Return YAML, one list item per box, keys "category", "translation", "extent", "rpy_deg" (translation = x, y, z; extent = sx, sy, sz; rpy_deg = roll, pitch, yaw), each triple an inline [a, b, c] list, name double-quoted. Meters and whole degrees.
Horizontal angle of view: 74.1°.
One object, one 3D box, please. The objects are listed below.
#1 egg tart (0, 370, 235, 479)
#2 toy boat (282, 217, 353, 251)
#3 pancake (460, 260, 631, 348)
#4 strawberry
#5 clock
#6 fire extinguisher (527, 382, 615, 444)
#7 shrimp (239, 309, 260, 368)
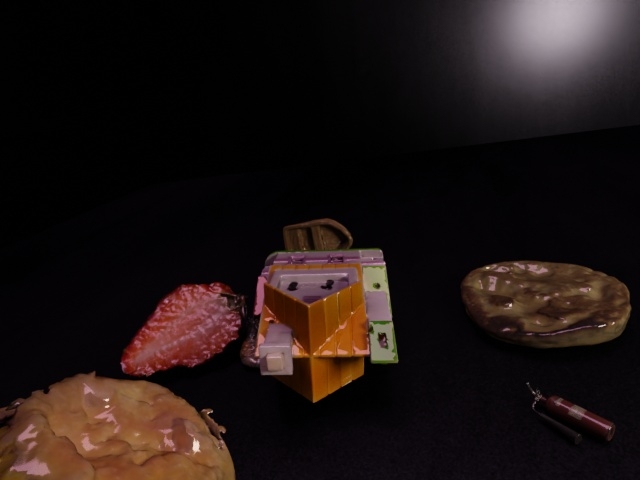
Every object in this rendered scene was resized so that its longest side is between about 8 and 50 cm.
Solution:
- category: "egg tart"
  translation: [-0.197, 0.233, 0.395]
  extent: [0.351, 0.150, 0.352]
  rpy_deg: [23, 2, -1]
- category: "toy boat"
  translation: [0.000, 0.000, 1.136]
  extent: [0.188, 0.116, 0.061]
  rpy_deg: [-5, 15, 19]
- category: "pancake"
  translation: [0.395, 0.106, 0.759]
  extent: [0.294, 0.050, 0.294]
  rpy_deg: [-10, 17, 3]
- category: "strawberry"
  translation: [-0.249, 0.177, 0.825]
  extent: [0.235, 0.107, 0.175]
  rpy_deg: [-12, 57, -2]
- category: "clock"
  translation: [0.000, 0.130, 0.703]
  extent: [0.235, 0.166, 0.309]
  rpy_deg: [-2, 15, 3]
- category: "fire extinguisher"
  translation: [0.305, 0.223, 0.532]
  extent: [0.100, 0.032, 0.046]
  rpy_deg: [17, 68, 51]
- category: "shrimp"
  translation: [-0.109, 0.190, 0.815]
  extent: [0.091, 0.034, 0.161]
  rpy_deg: [-2, 25, -11]
